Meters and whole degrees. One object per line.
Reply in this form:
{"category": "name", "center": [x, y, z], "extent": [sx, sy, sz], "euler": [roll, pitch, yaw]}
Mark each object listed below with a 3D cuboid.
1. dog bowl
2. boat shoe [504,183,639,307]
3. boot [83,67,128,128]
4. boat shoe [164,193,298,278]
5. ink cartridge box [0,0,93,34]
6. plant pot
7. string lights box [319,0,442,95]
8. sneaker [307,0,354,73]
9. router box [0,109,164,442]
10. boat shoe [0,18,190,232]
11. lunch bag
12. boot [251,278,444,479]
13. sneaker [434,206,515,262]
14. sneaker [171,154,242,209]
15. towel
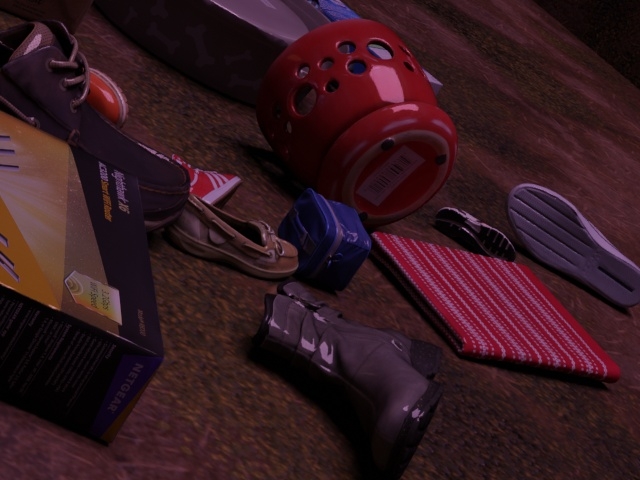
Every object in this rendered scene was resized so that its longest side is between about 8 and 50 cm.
{"category": "dog bowl", "center": [-0.136, -0.287, 2.176], "extent": [0.349, 0.102, 0.349], "euler": [30, 18, -11]}
{"category": "boat shoe", "center": [0.323, 0.008, 2.246], "extent": [0.226, 0.083, 0.076], "euler": [42, 4, -10]}
{"category": "boot", "center": [-0.261, -0.146, 1.657], "extent": [0.158, 0.059, 0.085], "euler": [29, 19, 16]}
{"category": "boat shoe", "center": [-0.074, -0.005, 1.605], "extent": [0.153, 0.048, 0.056], "euler": [19, 22, -38]}
{"category": "ink cartridge box", "center": [-0.377, -0.338, 1.914], "extent": [0.235, 0.088, 0.193], "euler": [19, 23, -37]}
{"category": "plant pot", "center": [0.048, -0.120, 1.911], "extent": [0.191, 0.191, 0.174], "euler": [15, 32, -45]}
{"category": "string lights box", "center": [0.038, -0.275, 2.488], "extent": [0.260, 0.076, 0.133], "euler": [43, 19, 29]}
{"category": "sneaker", "center": [-0.050, -0.323, 2.383], "extent": [0.262, 0.125, 0.104], "euler": [37, 18, 13]}
{"category": "router box", "center": [-0.245, -0.007, 1.254], "extent": [0.243, 0.081, 0.309], "euler": [26, 18, -21]}
{"category": "boat shoe", "center": [-0.253, -0.119, 1.460], "extent": [0.355, 0.130, 0.132], "euler": [24, 19, -26]}
{"category": "lunch bag", "center": [0.000, 0.000, 1.691], "extent": [0.065, 0.067, 0.098], "euler": [23, 21, -28]}
{"category": "boot", "center": [0.013, 0.110, 1.431], "extent": [0.161, 0.083, 0.246], "euler": [25, 12, -2]}
{"category": "sneaker", "center": [0.191, -0.009, 2.098], "extent": [0.109, 0.040, 0.044], "euler": [35, 15, 5]}
{"category": "sneaker", "center": [-0.120, -0.055, 1.672], "extent": [0.067, 0.042, 0.118], "euler": [38, 20, 4]}
{"category": "towel", "center": [0.191, 0.077, 1.882], "extent": [0.275, 0.031, 0.199], "euler": [13, 28, -44]}
